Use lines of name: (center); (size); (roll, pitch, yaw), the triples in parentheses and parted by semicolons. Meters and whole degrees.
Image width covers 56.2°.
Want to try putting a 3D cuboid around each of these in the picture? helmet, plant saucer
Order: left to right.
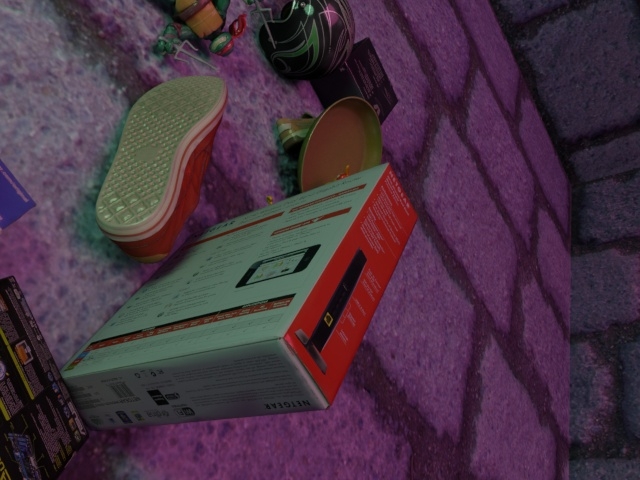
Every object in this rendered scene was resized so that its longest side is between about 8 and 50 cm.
helmet: (-0.015, -0.386, 1.102); (0.169, 0.161, 0.169); (26, 57, -48)
plant saucer: (0.032, -0.147, 1.114); (0.241, 0.037, 0.241); (-27, 126, -44)

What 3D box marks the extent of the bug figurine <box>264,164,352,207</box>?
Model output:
bug figurine: (0.000, 0.000, 1.019); (0.279, 0.072, 0.216); (-28, 114, -44)

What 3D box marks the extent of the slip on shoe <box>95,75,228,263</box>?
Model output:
slip on shoe: (-0.200, -0.109, 0.798); (0.101, 0.123, 0.331); (85, 11, -50)

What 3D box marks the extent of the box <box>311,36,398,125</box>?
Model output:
box: (0.076, -0.320, 1.267); (0.156, 0.093, 0.158); (60, 36, -21)

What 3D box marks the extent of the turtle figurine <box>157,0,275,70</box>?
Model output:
turtle figurine: (-0.186, -0.346, 0.894); (0.175, 0.118, 0.234); (-46, 121, -6)

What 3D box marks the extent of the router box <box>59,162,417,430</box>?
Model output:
router box: (-0.087, 0.062, 0.672); (0.082, 0.335, 0.301); (59, 37, -20)

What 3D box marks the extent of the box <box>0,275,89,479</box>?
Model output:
box: (-0.287, 0.135, 0.528); (0.184, 0.045, 0.191); (-108, 176, -83)

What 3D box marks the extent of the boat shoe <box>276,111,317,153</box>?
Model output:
boat shoe: (-0.012, -0.211, 1.132); (0.190, 0.068, 0.072); (-13, 72, -57)

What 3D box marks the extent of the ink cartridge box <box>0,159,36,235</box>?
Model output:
ink cartridge box: (-0.410, -0.014, 0.485); (0.186, 0.065, 0.311); (57, 40, -20)
